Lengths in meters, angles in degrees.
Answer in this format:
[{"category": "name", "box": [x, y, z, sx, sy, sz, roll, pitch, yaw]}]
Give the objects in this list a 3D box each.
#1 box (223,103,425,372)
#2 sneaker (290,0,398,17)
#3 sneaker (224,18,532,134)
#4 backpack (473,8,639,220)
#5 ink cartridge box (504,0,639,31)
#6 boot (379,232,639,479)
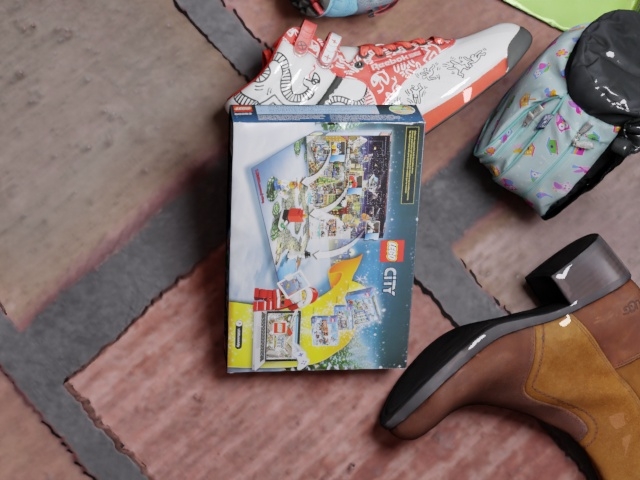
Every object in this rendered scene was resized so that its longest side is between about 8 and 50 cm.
[{"category": "box", "box": [0.000, 0.000, 1.437, 0.159, 0.044, 0.233, -1, 115, -8]}, {"category": "sneaker", "box": [0.020, -0.321, 1.510, 0.125, 0.104, 0.262, -1, 82, -32]}, {"category": "sneaker", "box": [0.047, -0.150, 1.486, 0.270, 0.090, 0.145, -37, 94, -6]}, {"category": "backpack", "box": [0.219, -0.107, 1.467, 0.115, 0.182, 0.152, 41, 46, 1]}, {"category": "ink cartridge box", "box": [0.312, -0.251, 1.528, 0.255, 0.097, 0.189, 25, 82, -6]}, {"category": "boot", "box": [0.222, 0.177, 1.502, 0.264, 0.096, 0.280, -36, 98, -17]}]
